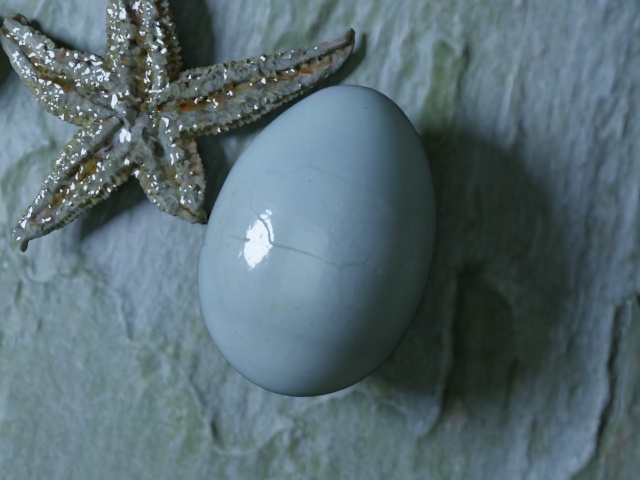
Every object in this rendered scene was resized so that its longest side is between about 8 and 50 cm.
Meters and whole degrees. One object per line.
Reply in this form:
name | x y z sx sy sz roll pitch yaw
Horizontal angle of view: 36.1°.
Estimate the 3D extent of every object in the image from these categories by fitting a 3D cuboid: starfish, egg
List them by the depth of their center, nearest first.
egg | 0.000 0.000 0.646 0.151 0.151 0.209 16 93 9
starfish | -0.127 -0.121 0.713 0.295 0.048 0.231 -27 89 10
